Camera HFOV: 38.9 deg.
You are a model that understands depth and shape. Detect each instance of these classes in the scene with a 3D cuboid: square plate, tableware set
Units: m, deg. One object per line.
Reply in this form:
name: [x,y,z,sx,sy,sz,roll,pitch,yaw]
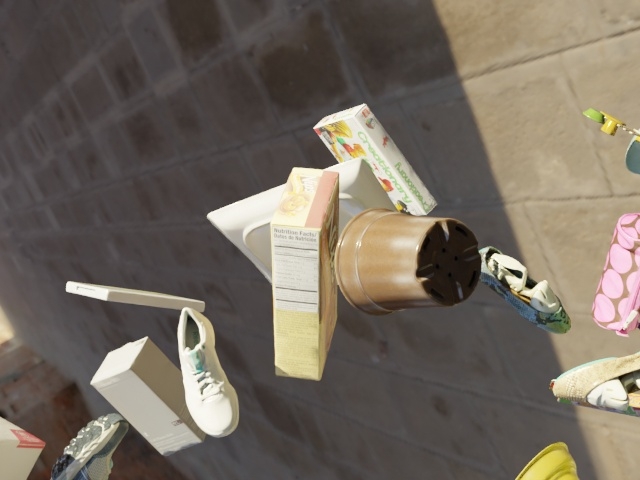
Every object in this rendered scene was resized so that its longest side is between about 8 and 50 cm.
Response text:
square plate: [0.000,0.000,1.870,0.344,0.347,0.049,50,-153,-46]
tableware set: [0.466,-0.162,1.376,0.104,0.154,0.024,44,116,40]

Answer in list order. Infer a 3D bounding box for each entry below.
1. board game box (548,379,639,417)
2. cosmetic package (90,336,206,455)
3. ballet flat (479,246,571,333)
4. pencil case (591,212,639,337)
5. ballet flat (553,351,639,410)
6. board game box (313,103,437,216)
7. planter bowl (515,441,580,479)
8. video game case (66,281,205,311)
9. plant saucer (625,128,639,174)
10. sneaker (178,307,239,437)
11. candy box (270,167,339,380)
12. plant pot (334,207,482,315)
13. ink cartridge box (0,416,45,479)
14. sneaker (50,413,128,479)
board game box: [0.644,0.357,2.025,0.260,0.039,0.124,12,163,14]
cosmetic package: [-0.345,0.326,1.889,0.127,0.107,0.238,-26,118,32]
ballet flat: [0.319,0.075,1.422,0.188,0.070,0.070,34,153,9]
pencil case: [0.540,0.061,1.581,0.098,0.095,0.209,-70,-14,-60]
ballet flat: [0.419,0.188,1.219,0.073,0.206,0.067,58,-166,-44]
board game box: [0.133,-0.185,2.221,0.305,0.053,0.193,52,155,-17]
planter bowl: [0.394,0.462,1.553,0.090,0.217,0.217,33,146,37]
video game case: [-0.393,0.120,1.923,0.206,0.227,0.026,4,85,53]
plant saucer: [0.694,-0.211,1.821,0.195,0.195,0.037,93,161,-53]
sneaker: [-0.189,0.206,1.435,0.094,0.080,0.212,82,167,-66]
candy box: [-0.023,0.058,1.539,0.183,0.088,0.316,-73,-14,-55]
plant pot: [0.136,0.031,1.328,0.165,0.167,0.166,-2,116,55]
ink cartridge box: [-0.572,0.305,1.417,0.218,0.092,0.158,25,173,19]
sneaker: [-0.408,0.428,1.554,0.122,0.283,0.110,39,174,-17]
